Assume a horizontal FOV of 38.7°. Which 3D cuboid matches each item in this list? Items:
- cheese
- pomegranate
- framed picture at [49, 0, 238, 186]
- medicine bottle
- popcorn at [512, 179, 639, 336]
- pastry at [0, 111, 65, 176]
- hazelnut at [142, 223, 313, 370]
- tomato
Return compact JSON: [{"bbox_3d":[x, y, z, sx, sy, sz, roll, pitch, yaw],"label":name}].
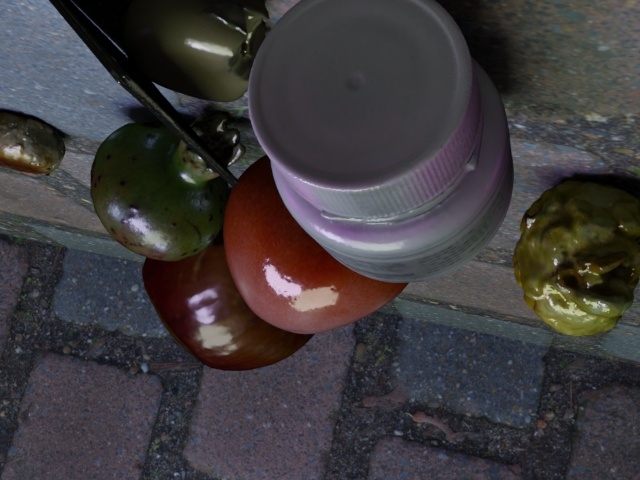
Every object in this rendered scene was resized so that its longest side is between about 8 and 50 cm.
[{"bbox_3d":[-0.133,-0.226,1.025,0.175,0.091,0.202,15,169,-19],"label":"cheese"},{"bbox_3d":[-0.256,-0.113,1.500,0.242,0.242,0.306,15,133,-9],"label":"pomegranate"},{"bbox_3d":[-0.229,-0.202,1.079,0.255,0.014,0.338,48,-179,20],"label":"framed picture"},{"bbox_3d":[0.070,-0.103,0.965,0.256,0.256,0.325,10,170,17],"label":"medicine bottle"},{"bbox_3d":[0.374,0.023,1.333,0.192,0.233,0.266,21,-166,-9],"label":"popcorn"},{"bbox_3d":[-0.601,-0.187,1.784,0.192,0.093,0.182,8,170,24],"label":"pastry"},{"bbox_3d":[-0.171,0.101,1.994,0.402,0.402,0.429,6,156,33],"label":"hazelnut"},{"bbox_3d":[0.000,0.000,1.419,0.322,0.321,0.321,13,169,3],"label":"tomato"}]
